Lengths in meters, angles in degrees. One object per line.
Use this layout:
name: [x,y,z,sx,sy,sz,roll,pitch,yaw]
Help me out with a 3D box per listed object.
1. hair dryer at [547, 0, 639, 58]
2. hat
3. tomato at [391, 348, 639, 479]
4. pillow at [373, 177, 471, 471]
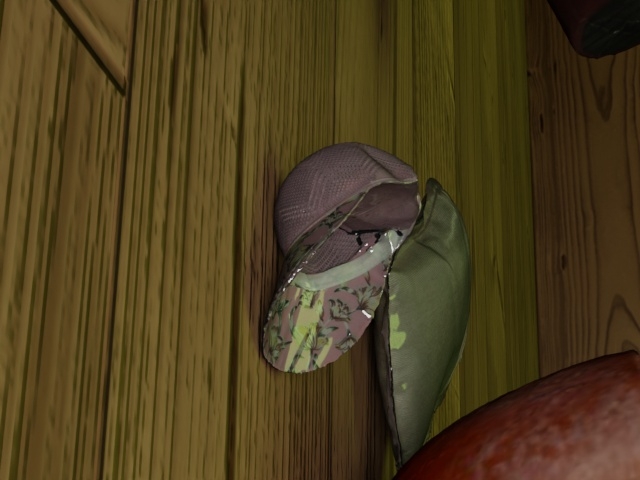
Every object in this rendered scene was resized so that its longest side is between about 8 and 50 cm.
hair dryer: [0.077,-0.294,0.718,0.340,0.123,0.312,49,21,-52]
hat: [-0.003,0.002,0.474,0.087,0.042,0.058,-54,147,-14]
tomato: [0.082,0.212,0.543,0.338,0.144,0.338,-6,90,-82]
pillow: [0.055,0.043,0.725,0.232,0.038,0.130,-46,134,-74]
